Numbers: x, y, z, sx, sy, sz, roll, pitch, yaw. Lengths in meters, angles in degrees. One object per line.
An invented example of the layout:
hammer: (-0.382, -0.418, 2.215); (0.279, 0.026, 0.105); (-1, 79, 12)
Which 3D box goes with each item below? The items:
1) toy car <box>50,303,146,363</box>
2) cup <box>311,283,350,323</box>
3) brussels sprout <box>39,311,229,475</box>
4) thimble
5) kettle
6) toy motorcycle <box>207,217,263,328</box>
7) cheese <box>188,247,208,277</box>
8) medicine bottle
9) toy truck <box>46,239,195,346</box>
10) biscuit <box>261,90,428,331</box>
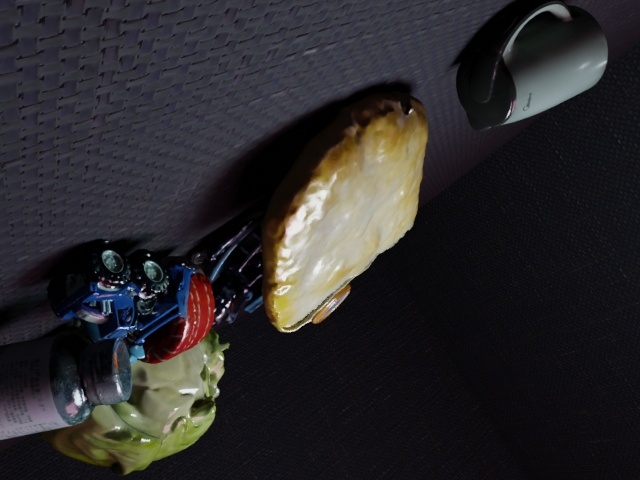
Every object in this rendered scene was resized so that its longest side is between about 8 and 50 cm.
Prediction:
toy car: (-0.373, 0.145, 0.972); (0.126, 0.161, 0.098); (-35, 162, 35)
cup: (-0.042, 0.059, 1.453); (0.226, 0.264, 0.182); (-41, 169, -20)
brussels sprout: (-0.437, 0.348, 1.305); (0.361, 0.342, 0.425); (-43, 158, 27)
thimble: (-0.289, 0.126, 1.074); (0.163, 0.190, 0.125); (13, -169, 19)
kettle: (0.362, -0.320, 1.006); (0.236, 0.161, 0.221); (-27, 144, -20)
toy motorcycle: (-0.123, 0.021, 1.245); (0.416, 0.172, 0.232); (-49, -176, 14)
cheese: (-0.274, 0.064, 1.255); (0.171, 0.047, 0.092); (-43, 166, 34)
medicine bottle: (-0.447, 0.224, 0.884); (0.293, 0.141, 0.141); (-9, 171, -5)
toy truck: (-0.290, 0.087, 0.884); (0.113, 0.126, 0.208); (-33, 157, 25)
biscuit: (0.043, -0.061, 1.043); (0.429, 0.104, 0.446); (-40, 152, -22)
